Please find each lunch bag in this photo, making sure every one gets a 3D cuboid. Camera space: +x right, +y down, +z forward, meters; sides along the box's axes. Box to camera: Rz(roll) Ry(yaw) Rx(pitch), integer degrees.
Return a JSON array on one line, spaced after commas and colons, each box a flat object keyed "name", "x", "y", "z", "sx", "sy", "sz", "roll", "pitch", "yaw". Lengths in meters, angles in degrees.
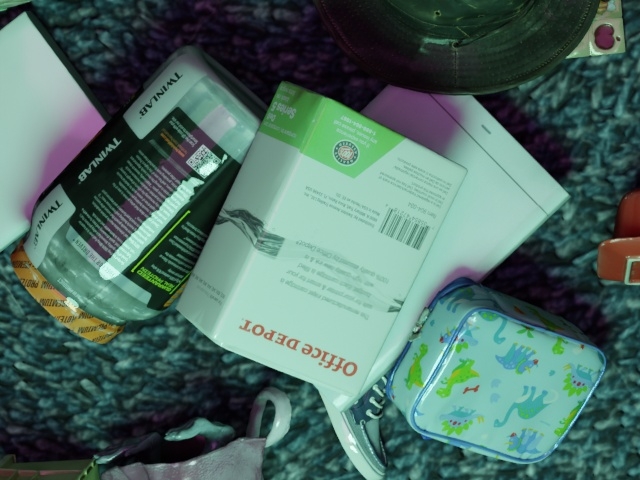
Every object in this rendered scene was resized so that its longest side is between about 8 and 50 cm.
[{"name": "lunch bag", "x": 0.191, "y": 0.150, "z": 1.675, "sx": 0.219, "sy": 0.090, "sz": 0.176, "roll": 19, "pitch": 106, "yaw": -30}]

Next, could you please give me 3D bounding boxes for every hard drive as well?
[{"name": "hard drive", "x": 0.072, "y": -0.011, "z": 1.708, "sx": 0.353, "sy": 0.047, "sz": 0.233, "roll": -44, "pitch": 79, "yaw": 7}, {"name": "hard drive", "x": -0.403, "y": -0.099, "z": 1.802, "sx": 0.307, "sy": 0.040, "sz": 0.203, "roll": -36, "pitch": 91, "yaw": 11}]

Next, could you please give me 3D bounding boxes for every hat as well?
[{"name": "hat", "x": 0.144, "y": -0.308, "z": 1.622, "sx": 0.331, "sy": 0.134, "sz": 0.331, "roll": 0, "pitch": 90, "yaw": 5}]

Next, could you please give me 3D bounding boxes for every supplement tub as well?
[{"name": "supplement tub", "x": -0.186, "y": -0.046, "z": 1.692, "sx": 0.193, "sy": 0.193, "sz": 0.316, "roll": 44, "pitch": 97, "yaw": 1}]

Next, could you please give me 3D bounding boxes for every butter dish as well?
[{"name": "butter dish", "x": 0.383, "y": -0.021, "z": 1.656, "sx": 0.160, "sy": 0.160, "sz": 0.118, "roll": -1, "pitch": 74, "yaw": 9}]

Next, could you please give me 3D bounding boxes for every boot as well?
[{"name": "boot", "x": 0.053, "y": 0.181, "z": 1.754, "sx": 0.086, "sy": 0.069, "sz": 0.190, "roll": -26, "pitch": 91, "yaw": 14}]

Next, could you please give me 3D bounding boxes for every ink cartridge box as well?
[{"name": "ink cartridge box", "x": 0.000, "y": 0.000, "z": 1.590, "sx": 0.198, "sy": 0.115, "sz": 0.272, "roll": 25, "pitch": 93, "yaw": -31}]

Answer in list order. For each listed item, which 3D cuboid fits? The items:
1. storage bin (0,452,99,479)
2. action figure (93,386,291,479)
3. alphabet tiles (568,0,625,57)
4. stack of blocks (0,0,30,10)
[{"name": "storage bin", "x": -0.327, "y": 0.404, "z": 1.747, "sx": 0.123, "sy": 0.260, "sz": 0.262, "roll": -4, "pitch": 96, "yaw": 5}, {"name": "action figure", "x": -0.116, "y": 0.388, "z": 1.776, "sx": 0.276, "sy": 0.248, "sz": 0.370, "roll": -25, "pitch": 92, "yaw": -16}, {"name": "alphabet tiles", "x": 0.232, "y": -0.319, "z": 1.695, "sx": 0.198, "sy": 0.009, "sz": 0.237, "roll": -5, "pitch": 96, "yaw": 9}, {"name": "stack of blocks", "x": -0.354, "y": -0.349, "z": 1.673, "sx": 0.297, "sy": 0.087, "sz": 0.171, "roll": -7, "pitch": 97, "yaw": 38}]
